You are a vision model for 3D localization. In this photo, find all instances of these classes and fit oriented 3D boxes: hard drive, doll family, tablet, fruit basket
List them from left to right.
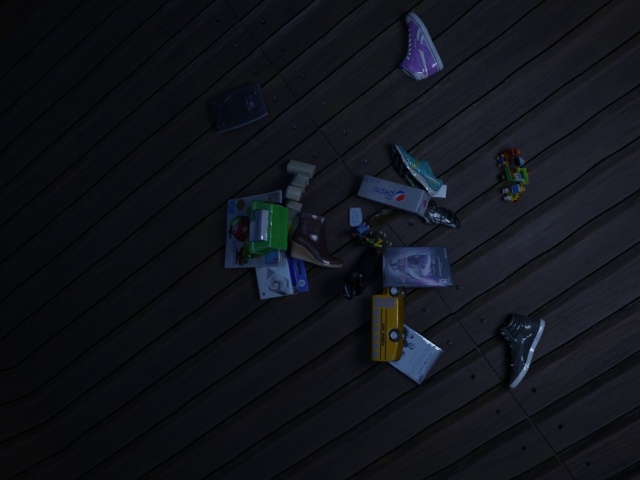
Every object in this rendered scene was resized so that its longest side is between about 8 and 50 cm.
[{"bbox_3d":[-0.373,-0.612,2.003,0.254,0.054,0.172,-17,84,11],"label":"hard drive"},{"bbox_3d":[-0.308,-0.045,1.891,0.352,0.165,0.328,-3,81,33],"label":"fruit basket"},{"bbox_3d":[0.206,-0.005,1.818,0.192,0.111,0.076,27,137,31],"label":"doll family"},{"bbox_3d":[0.492,-0.212,1.830,0.083,0.006,0.054,5,89,12],"label":"tablet"}]

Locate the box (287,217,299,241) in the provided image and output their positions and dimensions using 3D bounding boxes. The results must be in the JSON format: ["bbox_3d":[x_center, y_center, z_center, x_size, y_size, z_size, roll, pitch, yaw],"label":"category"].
[{"bbox_3d":[-0.129,-0.046,1.939,0.179,0.043,0.105,11,91,10],"label":"box"}]

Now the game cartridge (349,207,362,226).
[{"bbox_3d":[0.156,-0.103,1.893,0.055,0.017,0.084,-1,88,16],"label":"game cartridge"}]

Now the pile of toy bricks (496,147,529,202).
[{"bbox_3d":[0.795,-0.268,1.728,0.104,0.118,0.213,-2,77,-20],"label":"pile of toy bricks"}]

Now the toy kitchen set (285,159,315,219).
[{"bbox_3d":[-0.114,-0.225,1.923,0.122,0.166,0.207,17,50,12],"label":"toy kitchen set"}]

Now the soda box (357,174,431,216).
[{"bbox_3d":[0.300,-0.186,1.779,0.286,0.091,0.098,21,92,34],"label":"soda box"}]

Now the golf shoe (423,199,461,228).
[{"bbox_3d":[0.492,-0.098,1.801,0.198,0.077,0.094,32,129,-1],"label":"golf shoe"}]

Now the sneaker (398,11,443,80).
[{"bbox_3d":[0.389,-0.818,1.826,0.160,0.102,0.282,-25,83,13],"label":"sneaker"}]

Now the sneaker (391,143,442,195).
[{"bbox_3d":[0.402,-0.303,1.820,0.110,0.107,0.275,-38,82,-14],"label":"sneaker"}]

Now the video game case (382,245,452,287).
[{"bbox_3d":[0.393,0.107,1.768,0.273,0.026,0.196,0,51,8],"label":"video game case"}]

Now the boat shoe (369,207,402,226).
[{"bbox_3d":[0.279,-0.107,1.850,0.152,0.049,0.056,-22,109,5],"label":"boat shoe"}]

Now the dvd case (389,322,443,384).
[{"bbox_3d":[0.369,0.467,1.822,0.238,0.029,0.179,34,95,11],"label":"dvd case"}]

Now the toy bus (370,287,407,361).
[{"bbox_3d":[0.282,0.329,1.782,0.130,0.108,0.333,-4,75,25],"label":"toy bus"}]

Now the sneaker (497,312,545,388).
[{"bbox_3d":[0.762,0.425,1.707,0.146,0.104,0.296,22,87,14],"label":"sneaker"}]

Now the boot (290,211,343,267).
[{"bbox_3d":[0.000,0.000,1.865,0.248,0.090,0.207,15,92,-6],"label":"boot"}]

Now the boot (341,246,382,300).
[{"bbox_3d":[0.177,0.131,1.783,0.094,0.207,0.247,29,94,12],"label":"boot"}]

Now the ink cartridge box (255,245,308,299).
[{"bbox_3d":[-0.182,0.141,1.942,0.223,0.045,0.224,-12,85,11],"label":"ink cartridge box"}]
